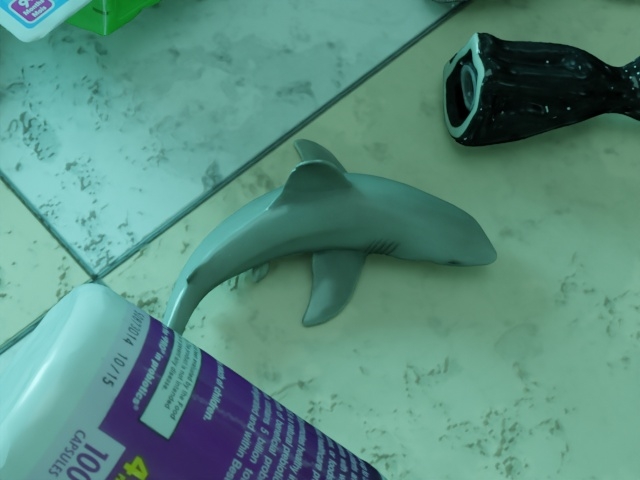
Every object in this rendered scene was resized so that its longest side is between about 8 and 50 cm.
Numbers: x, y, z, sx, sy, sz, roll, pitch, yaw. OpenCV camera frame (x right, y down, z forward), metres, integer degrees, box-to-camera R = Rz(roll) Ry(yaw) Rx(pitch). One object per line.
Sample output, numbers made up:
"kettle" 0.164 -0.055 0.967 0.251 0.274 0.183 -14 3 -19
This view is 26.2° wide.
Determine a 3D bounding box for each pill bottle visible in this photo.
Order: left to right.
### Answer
"pill bottle" -0.057 0.172 0.785 0.301 0.169 0.169 35 64 -13

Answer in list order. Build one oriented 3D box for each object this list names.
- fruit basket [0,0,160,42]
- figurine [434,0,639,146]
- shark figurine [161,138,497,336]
"fruit basket" -0.215 -0.328 1.029 0.353 0.165 0.327 42 57 14
"figurine" 0.195 -0.175 1.069 0.209 0.092 0.215 0 63 -15
"shark figurine" -0.029 -0.003 0.941 0.278 0.116 0.166 -28 68 -20
